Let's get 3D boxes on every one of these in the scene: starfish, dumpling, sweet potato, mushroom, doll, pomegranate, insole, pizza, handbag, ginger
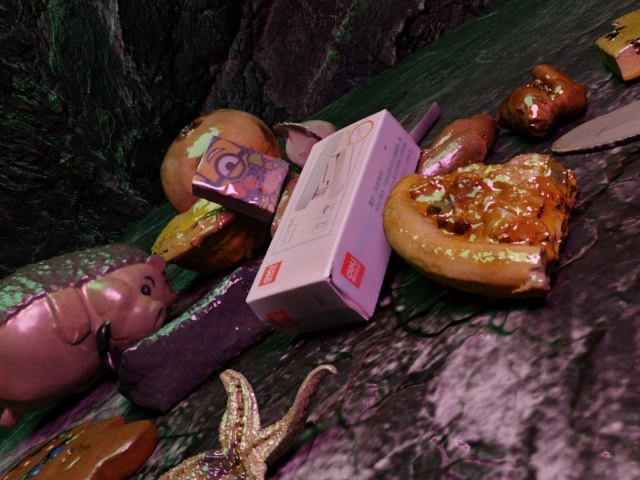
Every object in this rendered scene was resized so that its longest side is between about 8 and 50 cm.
[{"bbox_3d":[-0.067,0.178,0.504,0.223,0.050,0.217,-45,20,2],"label":"starfish"},{"bbox_3d":[-0.043,-0.255,1.662,0.142,0.172,0.247,-64,14,-5],"label":"dumpling"},{"bbox_3d":[0.224,-0.149,0.930,0.068,0.068,0.226,-19,7,45],"label":"sweet potato"},{"bbox_3d":[-0.028,-0.062,1.137,0.210,0.094,0.072,-66,-3,-61],"label":"mushroom"},{"bbox_3d":[-0.396,0.135,1.057,0.349,0.247,0.247,-36,13,-34],"label":"doll"},{"bbox_3d":[-0.247,-0.180,1.644,0.322,0.322,0.322,-31,14,9],"label":"pomegranate"},{"bbox_3d":[0.114,-0.051,0.833,0.243,0.077,0.077,-38,13,8],"label":"sweet potato"},{"bbox_3d":[0.383,-0.142,0.650,0.119,0.009,0.348,-41,15,-28],"label":"insole"},{"bbox_3d":[0.159,-0.032,0.616,0.197,0.058,0.292,-22,24,-3],"label":"pizza"},{"bbox_3d":[-0.159,0.122,0.856,0.270,0.089,0.175,-37,6,-13],"label":"handbag"},{"bbox_3d":[0.295,-0.191,0.878,0.103,0.073,0.162,-32,13,4],"label":"ginger"}]

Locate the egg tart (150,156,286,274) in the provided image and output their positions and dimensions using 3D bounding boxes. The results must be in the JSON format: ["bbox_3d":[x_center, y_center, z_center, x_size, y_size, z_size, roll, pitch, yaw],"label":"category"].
[{"bbox_3d":[-0.183,-0.032,1.288,0.345,0.133,0.345,-31,15,9],"label":"egg tart"}]

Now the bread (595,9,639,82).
[{"bbox_3d":[0.433,-0.275,0.900,0.088,0.049,0.226,-28,14,22],"label":"bread"}]

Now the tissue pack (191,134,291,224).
[{"bbox_3d":[-0.135,-0.105,1.113,0.060,0.148,0.109,121,168,-63],"label":"tissue pack"}]

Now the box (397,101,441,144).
[{"bbox_3d":[0.167,-0.213,1.308,0.115,0.036,0.177,-22,18,39],"label":"box"}]

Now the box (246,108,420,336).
[{"bbox_3d":[0.023,-0.022,0.755,0.135,0.079,0.270,-19,38,42],"label":"box"}]

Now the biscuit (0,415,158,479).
[{"bbox_3d":[-0.323,0.284,0.730,0.278,0.043,0.301,-40,15,-23],"label":"biscuit"}]
